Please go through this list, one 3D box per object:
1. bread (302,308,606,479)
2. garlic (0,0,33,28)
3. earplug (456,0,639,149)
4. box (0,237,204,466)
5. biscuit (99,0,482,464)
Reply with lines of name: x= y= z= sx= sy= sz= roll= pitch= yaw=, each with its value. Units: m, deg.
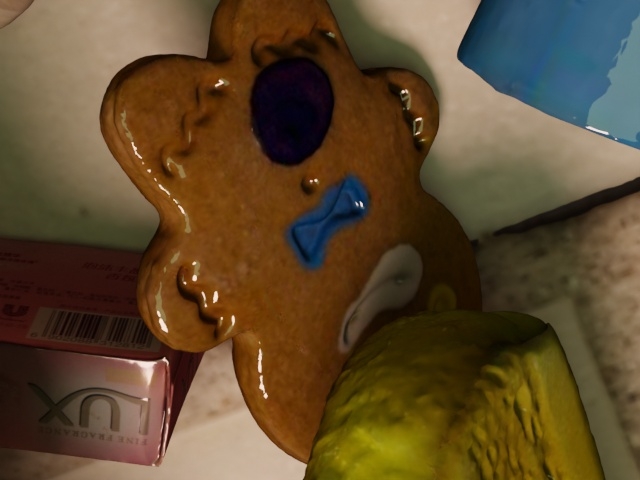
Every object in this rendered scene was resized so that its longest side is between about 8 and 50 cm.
bread: x=0.081 y=0.202 z=0.727 sx=0.112 sy=0.166 sz=0.383 roll=4 pitch=132 yaw=35
garlic: x=-0.145 y=-0.152 z=0.677 sx=0.174 sy=0.099 sz=0.124 roll=-21 pitch=121 yaw=8
earplug: x=0.166 y=-0.176 z=0.643 sx=0.132 sy=0.132 sz=0.273 roll=20 pitch=105 yaw=-5
box: x=-0.134 y=0.046 z=0.732 sx=0.156 sy=0.111 sz=0.060 roll=8 pitch=115 yaw=1
biscuit: x=0.000 y=0.000 z=0.704 sx=0.180 sy=0.039 sz=0.236 roll=-45 pitch=121 yaw=-27
